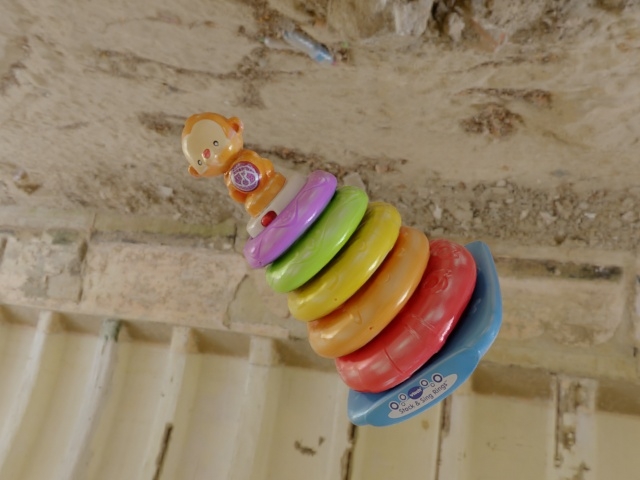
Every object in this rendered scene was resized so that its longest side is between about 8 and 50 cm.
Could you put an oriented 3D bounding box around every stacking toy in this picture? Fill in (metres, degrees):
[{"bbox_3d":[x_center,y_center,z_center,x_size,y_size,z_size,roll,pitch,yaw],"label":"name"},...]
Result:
[{"bbox_3d":[0.000,0.000,0.490,0.302,0.166,0.175,43,118,-11],"label":"stacking toy"}]
